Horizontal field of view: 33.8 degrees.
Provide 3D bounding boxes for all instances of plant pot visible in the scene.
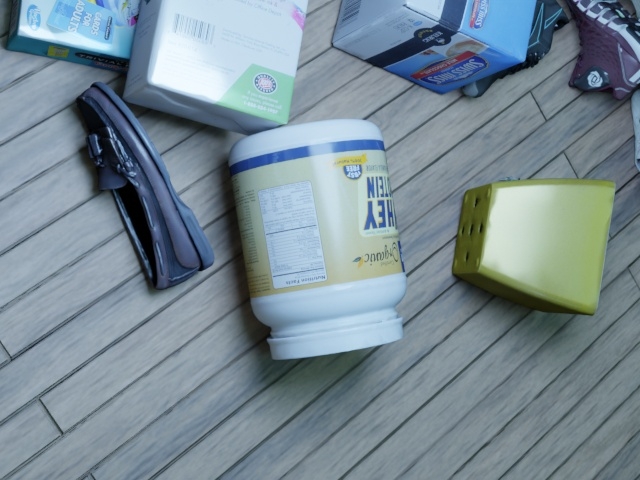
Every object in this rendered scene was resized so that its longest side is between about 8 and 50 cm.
[{"bbox_3d":[0.329,0.000,1.699,0.187,0.212,0.212,10,86,-10],"label":"plant pot"}]

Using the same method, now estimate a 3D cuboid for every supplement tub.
[{"bbox_3d":[0.000,0.000,1.509,0.228,0.228,0.316,-9,88,-29],"label":"supplement tub"}]

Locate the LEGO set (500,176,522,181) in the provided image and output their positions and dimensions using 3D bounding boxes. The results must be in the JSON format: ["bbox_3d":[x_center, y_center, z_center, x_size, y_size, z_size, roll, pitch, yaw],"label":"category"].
[{"bbox_3d":[0.346,-0.084,1.819,0.083,0.023,0.054,17,76,-25],"label":"LEGO set"}]

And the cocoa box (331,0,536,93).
[{"bbox_3d":[0.201,-0.447,1.667,0.228,0.231,0.347,20,75,-25],"label":"cocoa box"}]

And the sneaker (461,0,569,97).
[{"bbox_3d":[0.336,-0.332,1.793,0.106,0.101,0.267,39,67,-7],"label":"sneaker"}]

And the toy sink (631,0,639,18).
[{"bbox_3d":[0.642,-0.496,1.947,0.131,0.234,0.152,42,55,-50],"label":"toy sink"}]

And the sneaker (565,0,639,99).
[{"bbox_3d":[0.470,-0.361,1.879,0.106,0.162,0.281,-7,52,-40],"label":"sneaker"}]

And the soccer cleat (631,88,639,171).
[{"bbox_3d":[0.611,-0.184,1.951,0.076,0.068,0.196,-21,97,-25],"label":"soccer cleat"}]

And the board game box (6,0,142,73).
[{"bbox_3d":[-0.257,-0.366,1.501,0.336,0.079,0.253,8,80,-27],"label":"board game box"}]

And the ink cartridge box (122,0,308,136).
[{"bbox_3d":[-0.130,-0.343,1.451,0.207,0.119,0.353,14,79,-25],"label":"ink cartridge box"}]

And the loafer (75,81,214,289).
[{"bbox_3d":[-0.258,-0.070,1.453,0.095,0.109,0.302,-36,104,-23],"label":"loafer"}]

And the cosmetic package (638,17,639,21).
[{"bbox_3d":[0.814,-0.248,1.872,0.394,0.329,0.327,4,82,-43],"label":"cosmetic package"}]
